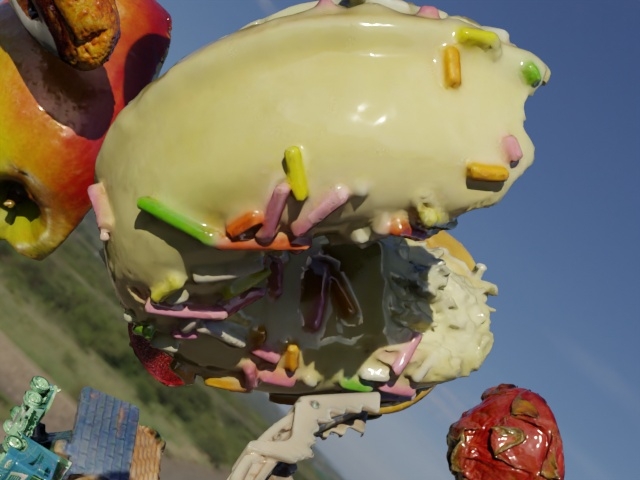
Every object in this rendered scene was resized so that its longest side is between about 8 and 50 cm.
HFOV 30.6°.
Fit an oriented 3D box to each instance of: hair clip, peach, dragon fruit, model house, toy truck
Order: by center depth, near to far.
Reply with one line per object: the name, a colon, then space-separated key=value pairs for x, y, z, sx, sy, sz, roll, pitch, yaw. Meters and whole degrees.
hair clip: x=-0.032 y=0.133 z=0.729 sx=0.072 sy=0.034 sz=0.226 roll=40 pitch=34 yaw=10
toy truck: x=-0.324 y=0.229 z=1.335 sx=0.081 sy=0.067 sz=0.175 roll=34 pitch=23 yaw=-14
peach: x=-0.344 y=-0.198 z=1.497 sx=0.242 sy=0.306 sz=0.380 roll=34 pitch=35 yaw=-15
model house: x=-0.317 y=0.283 z=1.502 sx=0.166 sy=0.182 sz=0.172 roll=-91 pitch=163 yaw=-44
dragon fruit: x=0.246 y=0.322 z=1.728 sx=0.218 sy=0.148 sz=0.224 roll=110 pitch=-26 yaw=-45
dragon fruit: x=-0.215 y=0.142 z=1.812 sx=0.153 sy=0.111 sz=0.153 roll=19 pitch=-60 yaw=36

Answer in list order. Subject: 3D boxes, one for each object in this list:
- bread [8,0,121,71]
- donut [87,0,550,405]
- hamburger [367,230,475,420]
bread: x=-0.301 y=-0.298 z=1.268 sx=0.269 sy=0.095 sz=0.139 roll=54 pitch=-31 yaw=24
donut: x=-0.007 y=-0.004 z=0.825 sx=0.371 sy=0.307 sz=0.150 roll=91 pitch=-2 yaw=-57
hamburger: x=0.059 y=0.084 z=1.561 sx=0.318 sy=0.318 sz=0.158 roll=41 pitch=-14 yaw=16
